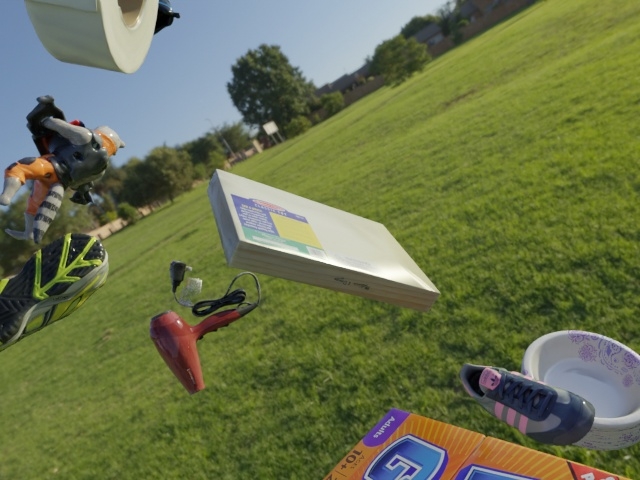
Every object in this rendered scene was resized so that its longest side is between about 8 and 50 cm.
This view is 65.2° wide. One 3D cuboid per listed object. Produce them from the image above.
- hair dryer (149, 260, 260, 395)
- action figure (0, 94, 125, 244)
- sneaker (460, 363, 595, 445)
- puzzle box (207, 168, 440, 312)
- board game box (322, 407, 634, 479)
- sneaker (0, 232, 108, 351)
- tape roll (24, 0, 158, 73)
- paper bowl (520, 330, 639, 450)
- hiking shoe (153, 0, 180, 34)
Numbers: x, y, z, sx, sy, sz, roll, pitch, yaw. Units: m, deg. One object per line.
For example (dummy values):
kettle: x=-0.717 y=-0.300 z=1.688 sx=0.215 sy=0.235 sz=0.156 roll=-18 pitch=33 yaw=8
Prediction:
hair dryer: x=-0.263 y=0.193 z=1.114 sx=0.080 sy=0.224 sz=0.293 roll=130 pitch=153 yaw=-75
action figure: x=-0.581 y=-0.134 z=1.159 sx=0.330 sy=0.179 sz=0.341 roll=-55 pitch=-16 yaw=-26
sneaker: x=0.391 y=0.316 z=1.004 sx=0.112 sy=0.131 sz=0.319 roll=-54 pitch=7 yaw=-16
puzzle box: x=0.000 y=0.000 z=0.941 sx=0.052 sy=0.409 sz=0.272 roll=-62 pitch=30 yaw=21
board game box: x=0.155 y=0.471 z=0.548 sx=0.356 sy=0.356 sz=0.356 roll=-35 pitch=14 yaw=-29
sneaker: x=-0.589 y=0.144 z=0.989 sx=0.385 sy=0.145 sz=0.147 roll=-34 pitch=-23 yaw=-24
tape roll: x=-0.318 y=-0.393 z=0.723 sx=0.100 sy=0.286 sz=0.286 roll=9 pitch=10 yaw=-6
paper bowl: x=0.619 y=0.360 z=1.178 sx=0.285 sy=0.148 sz=0.284 roll=-5 pitch=33 yaw=3
hiking shoe: x=-0.568 y=-0.628 z=1.446 sx=0.304 sy=0.113 sz=0.132 roll=-30 pitch=51 yaw=-6
